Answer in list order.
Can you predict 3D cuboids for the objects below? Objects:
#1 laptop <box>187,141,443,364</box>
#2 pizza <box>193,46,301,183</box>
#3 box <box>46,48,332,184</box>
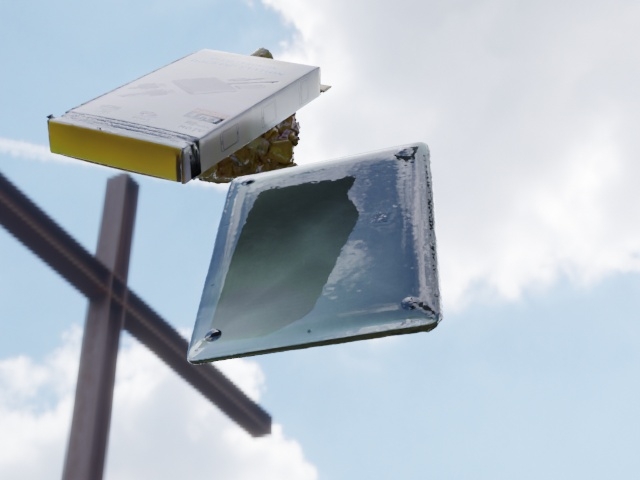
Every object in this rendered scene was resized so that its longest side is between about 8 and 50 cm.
[{"bbox_3d":[0.000,0.000,0.823,0.187,0.269,0.015,-10,-58,10],"label":"laptop"},{"bbox_3d":[-0.081,-0.126,1.278,0.161,0.182,0.062,47,-18,-23],"label":"pizza"},{"bbox_3d":[-0.099,-0.115,0.856,0.129,0.247,0.033,13,-60,23],"label":"box"}]
